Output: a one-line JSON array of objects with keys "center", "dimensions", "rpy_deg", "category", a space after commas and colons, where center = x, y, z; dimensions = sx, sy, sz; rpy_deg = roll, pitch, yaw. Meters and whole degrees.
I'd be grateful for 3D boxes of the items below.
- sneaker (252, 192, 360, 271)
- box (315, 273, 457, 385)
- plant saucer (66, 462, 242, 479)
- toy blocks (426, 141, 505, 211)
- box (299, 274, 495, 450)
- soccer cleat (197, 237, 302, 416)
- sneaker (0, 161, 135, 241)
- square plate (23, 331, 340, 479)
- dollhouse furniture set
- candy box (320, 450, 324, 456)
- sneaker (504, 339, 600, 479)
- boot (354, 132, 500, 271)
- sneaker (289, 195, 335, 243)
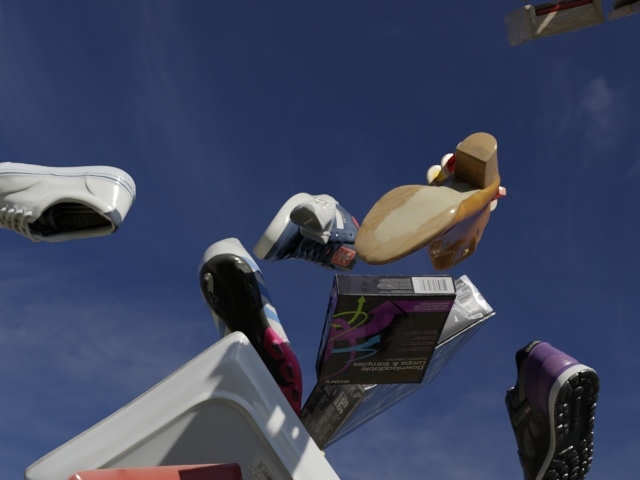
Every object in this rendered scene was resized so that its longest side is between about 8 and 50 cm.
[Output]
[{"center": [0.000, 0.000, 1.608], "dimensions": [0.148, 0.350, 0.131], "rpy_deg": [42, -69, 10], "category": "sneaker"}, {"center": [0.061, 0.093, 0.869], "dimensions": [0.116, 0.029, 0.162], "rpy_deg": [0, -39, -9], "category": "box"}, {"center": [-0.186, 0.348, 0.845], "dimensions": [0.048, 0.259, 0.258], "rpy_deg": [25, 2, 32], "category": "plant saucer"}, {"center": [0.257, -0.103, 1.437], "dimensions": [0.123, 0.054, 0.148], "rpy_deg": [46, -29, -2], "category": "toy blocks"}, {"center": [0.106, 0.197, 1.344], "dimensions": [0.242, 0.076, 0.307], "rpy_deg": [-27, -20, -26], "category": "box"}, {"center": [-0.103, 0.148, 1.371], "dimensions": [0.116, 0.143, 0.331], "rpy_deg": [-15, -71, 2], "category": "soccer cleat"}, {"center": [-0.372, -0.045, 1.121], "dimensions": [0.258, 0.091, 0.094], "rpy_deg": [-6, -52, 10], "category": "sneaker"}, {"center": [-0.150, 0.349, 1.095], "dimensions": [0.344, 0.049, 0.347], "rpy_deg": [-34, -89, 3], "category": "square plate"}, {"center": [0.297, -0.298, 0.925], "dimensions": [0.184, 0.129, 0.129], "rpy_deg": [-15, -82, -4], "category": "dollhouse furniture set"}, {"center": [-0.151, 0.416, 1.737], "dimensions": [0.316, 0.183, 0.087], "rpy_deg": [40, -60, -10], "category": "candy box"}, {"center": [0.337, 0.277, 1.307], "dimensions": [0.107, 0.124, 0.283], "rpy_deg": [-14, -58, -27], "category": "sneaker"}, {"center": [0.171, -0.009, 1.299], "dimensions": [0.104, 0.295, 0.211], "rpy_deg": [36, -26, 29], "category": "boot"}, {"center": [-0.007, -0.040, 1.264], "dimensions": [0.054, 0.061, 0.152], "rpy_deg": [25, -7, 9], "category": "sneaker"}]
